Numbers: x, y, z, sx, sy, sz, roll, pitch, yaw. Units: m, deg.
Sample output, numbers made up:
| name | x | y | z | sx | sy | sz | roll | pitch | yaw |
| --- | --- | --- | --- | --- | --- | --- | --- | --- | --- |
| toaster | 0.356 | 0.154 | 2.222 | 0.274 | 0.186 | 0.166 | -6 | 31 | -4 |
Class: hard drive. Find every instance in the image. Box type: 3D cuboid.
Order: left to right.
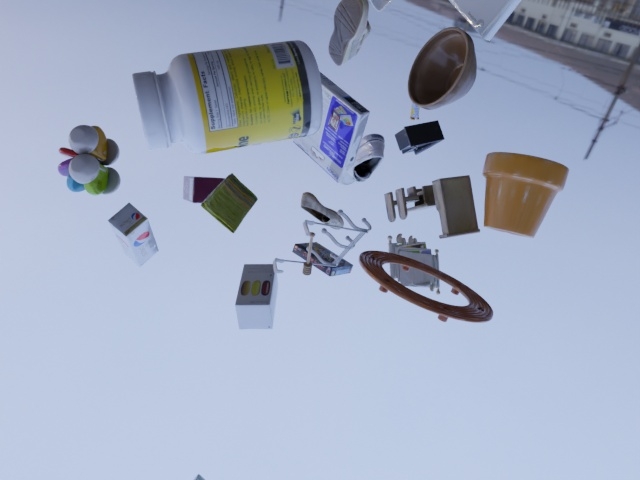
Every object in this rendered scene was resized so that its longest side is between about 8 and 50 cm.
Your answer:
| name | x | y | z | sx | sy | sz | roll | pitch | yaw |
| --- | --- | --- | --- | --- | --- | --- | --- | --- | --- |
| hard drive | 0.545 | -0.815 | 1.540 | 0.047 | 0.353 | 0.233 | -4 | -125 | -38 |

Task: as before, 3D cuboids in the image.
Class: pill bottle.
| name | x | y | z | sx | sy | sz | roll | pitch | yaw |
| --- | --- | --- | --- | --- | --- | --- | --- | --- | --- |
| pill bottle | -0.177 | -0.271 | 1.008 | 0.333 | 0.188 | 0.188 | -12 | -143 | -14 |

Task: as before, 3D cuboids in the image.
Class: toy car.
| name | x | y | z | sx | sy | sz | roll | pitch | yaw |
| --- | --- | --- | --- | --- | --- | --- | --- | --- | --- |
| toy car | -0.606 | -0.201 | 1.337 | 0.136 | 0.182 | 0.159 | -7 | 170 | 6 |

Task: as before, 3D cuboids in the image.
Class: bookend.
| name | x | y | z | sx | sy | sz | roll | pitch | yaw |
| --- | --- | --- | --- | --- | --- | --- | --- | --- | --- |
| bookend | 0.315 | -0.344 | 1.809 | 0.157 | 0.073 | 0.156 | -17 | 176 | -31 |

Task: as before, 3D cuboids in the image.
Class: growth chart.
| name | x | y | z | sx | sy | sz | roll | pitch | yaw |
| --- | --- | --- | --- | --- | --- | --- | --- | --- | --- |
| growth chart | 0.297 | 0.073 | 1.630 | 0.237 | 0.172 | 0.021 | 12 | 166 | -34 |

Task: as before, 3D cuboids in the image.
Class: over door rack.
| name | x | y | z | sx | sy | sz | roll | pitch | yaw |
| --- | --- | --- | --- | --- | --- | --- | --- | --- | --- |
| over door rack | 0.000 | 0.000 | 1.883 | 0.324 | 0.239 | 0.108 | -3 | -126 | -43 |

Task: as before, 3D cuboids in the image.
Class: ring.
| name | x | y | z | sx | sy | sz | roll | pitch | yaw |
| --- | --- | --- | --- | --- | --- | --- | --- | --- | --- |
| ring | 0.243 | 0.110 | 1.227 | 0.336 | 0.032 | 0.337 | 20 | -165 | -5 |

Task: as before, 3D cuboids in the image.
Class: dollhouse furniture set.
| name | x | y | z | sx | sy | sz | roll | pitch | yaw |
| --- | --- | --- | --- | --- | --- | --- | --- | --- | --- |
| dollhouse furniture set | 0.340 | -0.086 | 1.526 | 0.211 | 0.161 | 0.242 | -9 | 179 | -18 |

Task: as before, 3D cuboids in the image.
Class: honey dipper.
| name | x | y | z | sx | sy | sz | roll | pitch | yaw |
| --- | --- | --- | --- | --- | --- | --- | --- | --- | --- |
| honey dipper | -0.034 | 0.040 | 1.641 | 0.030 | 0.161 | 0.031 | 6 | -145 | -4 |

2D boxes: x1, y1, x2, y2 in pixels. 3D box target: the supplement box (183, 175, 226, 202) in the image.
| name | x | y | z | sx | sy | sz | roll | pitch | yaw |
| --- | --- | --- | --- | --- | --- | --- | --- | --- | --- |
| supplement box | -0.368 | -0.161 | 1.647 | 0.104 | 0.081 | 0.188 | 0 | -173 | -24 |

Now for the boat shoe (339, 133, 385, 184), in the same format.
| name | x | y | z | sx | sy | sz | roll | pitch | yaw |
| --- | --- | --- | --- | --- | --- | --- | --- | --- | --- |
| boat shoe | 0.114 | -0.220 | 1.567 | 0.095 | 0.258 | 0.084 | 4 | -113 | -17 |

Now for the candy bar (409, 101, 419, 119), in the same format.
| name | x | y | z | sx | sy | sz | roll | pitch | yaw |
| --- | --- | --- | --- | --- | --- | --- | --- | --- | --- |
| candy bar | 0.365 | -0.532 | 1.983 | 0.040 | 0.162 | 0.018 | 0 | -140 | 1 |

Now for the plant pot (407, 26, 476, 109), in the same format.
| name | x | y | z | sx | sy | sz | roll | pitch | yaw |
| --- | --- | --- | --- | --- | --- | --- | --- | --- | --- |
| plant pot | 0.373 | -0.484 | 1.519 | 0.109 | 0.238 | 0.237 | 17 | -155 | -31 |

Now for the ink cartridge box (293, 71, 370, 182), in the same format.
| name | x | y | z | sx | sy | sz | roll | pitch | yaw |
| --- | --- | --- | --- | --- | --- | --- | --- | --- | --- |
| ink cartridge box | 0.022 | -0.290 | 1.339 | 0.045 | 0.208 | 0.206 | -20 | -126 | -37 |

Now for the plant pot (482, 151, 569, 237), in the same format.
| name | x | y | z | sx | sy | sz | roll | pitch | yaw |
| --- | --- | --- | --- | --- | --- | --- | --- | --- | --- |
| plant pot | 0.509 | -0.111 | 1.346 | 0.204 | 0.188 | 0.205 | 14 | -178 | -1 |

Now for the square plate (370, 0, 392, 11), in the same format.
| name | x | y | z | sx | sy | sz | roll | pitch | yaw |
| --- | --- | --- | --- | --- | --- | --- | --- | --- | --- |
| square plate | 0.166 | -0.803 | 1.255 | 0.347 | 0.344 | 0.049 | 54 | -129 | -10 |

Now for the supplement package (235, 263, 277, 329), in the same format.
| name | x | y | z | sx | sy | sz | roll | pitch | yaw |
| --- | --- | --- | --- | --- | --- | --- | --- | --- | --- |
| supplement package | -0.248 | 0.219 | 2.063 | 0.138 | 0.134 | 0.244 | -1 | -144 | 2 |

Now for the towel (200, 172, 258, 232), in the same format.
| name | x | y | z | sx | sy | sz | roll | pitch | yaw |
| --- | --- | --- | --- | --- | --- | --- | --- | --- | --- |
| towel | -0.218 | -0.098 | 1.287 | 0.102 | 0.021 | 0.237 | 40 | -159 | -11 |

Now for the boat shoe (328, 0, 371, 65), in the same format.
| name | x | y | z | sx | sy | sz | roll | pitch | yaw |
| --- | --- | --- | --- | --- | --- | --- | --- | --- | --- |
| boat shoe | 0.106 | -0.680 | 1.667 | 0.098 | 0.302 | 0.109 | -30 | -100 | -17 |

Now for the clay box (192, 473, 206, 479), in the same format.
| name | x | y | z | sx | sy | sz | roll | pitch | yaw |
| --- | --- | --- | --- | --- | --- | --- | --- | --- | --- |
| clay box | -0.266 | 0.502 | 0.845 | 0.053 | 0.222 | 0.127 | 43 | 171 | 1 |

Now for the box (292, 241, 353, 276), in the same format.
| name | x | y | z | sx | sy | sz | roll | pitch | yaw |
| --- | --- | --- | --- | --- | --- | --- | --- | --- | --- |
| box | 0.010 | 0.080 | 2.325 | 0.233 | 0.044 | 0.159 | 32 | -158 | 32 |

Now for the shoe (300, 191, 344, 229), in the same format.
| name | x | y | z | sx | sy | sz | roll | pitch | yaw |
| --- | --- | --- | --- | --- | --- | --- | --- | --- | --- |
| shoe | 0.004 | -0.096 | 1.947 | 0.219 | 0.076 | 0.058 | 38 | -131 | -31 |

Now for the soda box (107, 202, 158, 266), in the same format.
| name | x | y | z | sx | sy | sz | roll | pitch | yaw |
| --- | --- | --- | --- | --- | --- | --- | --- | --- | --- |
| soda box | -0.491 | -0.010 | 1.381 | 0.069 | 0.216 | 0.074 | 39 | -114 | 9 |
